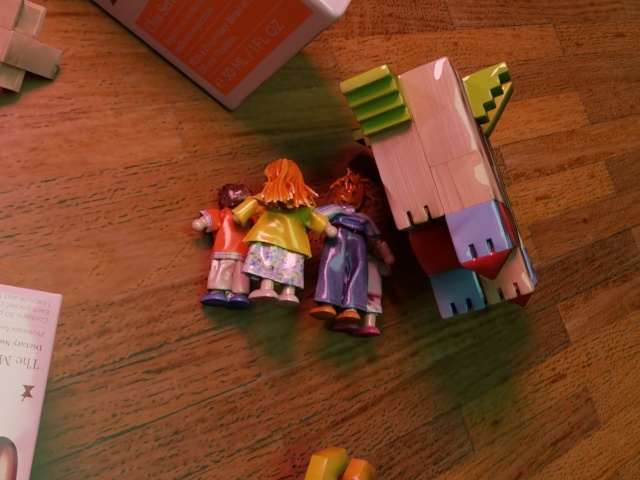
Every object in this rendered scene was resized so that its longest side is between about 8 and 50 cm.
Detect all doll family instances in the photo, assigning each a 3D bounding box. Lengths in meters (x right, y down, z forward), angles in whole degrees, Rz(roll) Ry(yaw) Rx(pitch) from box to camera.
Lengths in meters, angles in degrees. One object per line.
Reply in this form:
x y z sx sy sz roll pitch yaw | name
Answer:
0.000 0.000 0.759 0.263 0.118 0.163 16 67 -29 | doll family

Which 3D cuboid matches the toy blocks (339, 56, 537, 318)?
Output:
0.159 -0.035 0.797 0.381 0.191 0.260 2 70 -71 | toy blocks

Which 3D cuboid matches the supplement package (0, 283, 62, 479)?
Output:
-0.288 0.156 0.509 0.139 0.134 0.243 14 68 -30 | supplement package

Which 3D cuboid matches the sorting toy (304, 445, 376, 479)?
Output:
-0.019 0.333 0.639 0.229 0.041 0.307 53 49 -45 | sorting toy

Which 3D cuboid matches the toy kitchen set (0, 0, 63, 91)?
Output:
-0.301 -0.192 0.679 0.083 0.075 0.068 -68 161 6 | toy kitchen set

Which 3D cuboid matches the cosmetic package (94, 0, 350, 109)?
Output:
-0.180 -0.359 0.683 0.453 0.230 0.161 37 59 -18 | cosmetic package
